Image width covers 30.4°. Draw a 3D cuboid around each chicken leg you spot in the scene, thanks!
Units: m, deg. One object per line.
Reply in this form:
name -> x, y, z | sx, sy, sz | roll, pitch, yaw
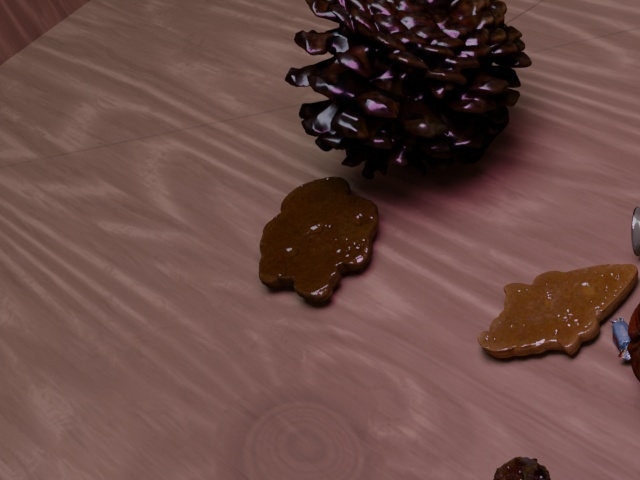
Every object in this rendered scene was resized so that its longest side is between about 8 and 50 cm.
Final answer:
chicken leg -> 0.242, 0.342, 1.405 | 0.125, 0.080, 0.196 | -18, 29, 3

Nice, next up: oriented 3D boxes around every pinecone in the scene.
pinecone -> 0.127, -0.272, 1.947 | 0.397, 0.398, 0.398 | -15, 40, 13

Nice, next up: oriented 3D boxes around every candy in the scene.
candy -> 0.410, 0.134, 1.607 | 0.030, 0.020, 0.083 | -12, 36, 4

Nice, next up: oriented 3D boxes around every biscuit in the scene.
biscuit -> 0.000, 0.000, 1.965 | 0.208, 0.041, 0.290 | -14, 41, 15
biscuit -> 0.340, 0.098, 1.676 | 0.250, 0.035, 0.162 | -27, 43, 0

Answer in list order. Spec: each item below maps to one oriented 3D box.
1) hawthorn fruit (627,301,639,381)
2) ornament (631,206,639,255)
hawthorn fruit -> 0.489, 0.121, 1.468 | 0.200, 0.179, 0.179 | -9, 38, -6
ornament -> 0.525, -0.011, 1.671 | 0.156, 0.081, 0.075 | 0, 79, 33
